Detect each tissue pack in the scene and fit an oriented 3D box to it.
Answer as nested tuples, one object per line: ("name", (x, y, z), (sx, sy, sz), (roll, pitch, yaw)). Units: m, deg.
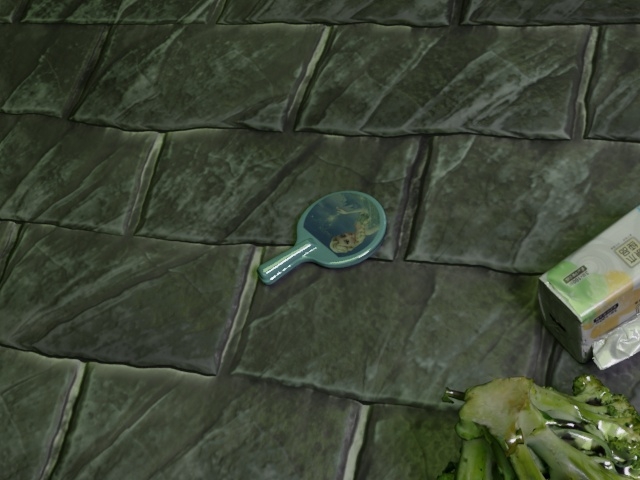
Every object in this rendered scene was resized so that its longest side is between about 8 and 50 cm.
("tissue pack", (0.438, 0.067, 1.282), (0.229, 0.159, 0.145), (-35, 56, -7))

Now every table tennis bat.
("table tennis bat", (0.000, 0.000, 1.531), (0.237, 0.038, 0.149), (-31, 56, -7))

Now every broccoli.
("broccoli", (0.253, 0.290, 1.130), (0.304, 0.283, 0.321), (-12, 33, 30))
